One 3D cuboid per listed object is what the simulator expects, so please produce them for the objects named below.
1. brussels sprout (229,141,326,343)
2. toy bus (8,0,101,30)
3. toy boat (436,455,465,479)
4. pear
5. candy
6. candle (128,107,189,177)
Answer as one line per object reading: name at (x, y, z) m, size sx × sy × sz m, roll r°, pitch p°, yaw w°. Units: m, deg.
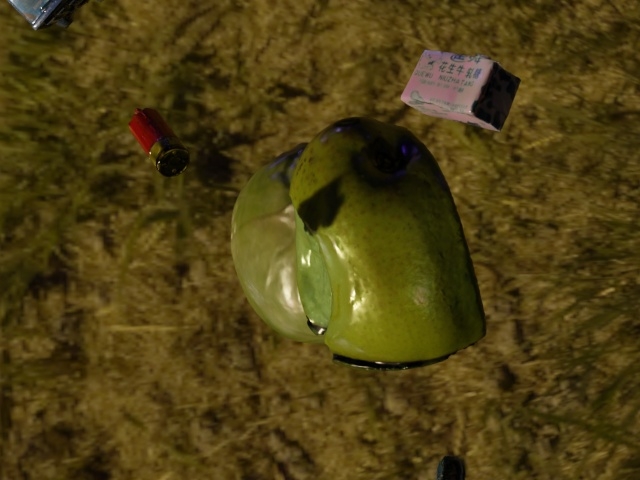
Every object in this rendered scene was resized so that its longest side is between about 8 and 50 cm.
brussels sprout at (0.000, 0.000, 1.902) m, size 0.328 × 0.247 × 0.328 m, roll 2°, pitch 93°, yaw 35°
toy bus at (-0.264, -0.304, 1.337) m, size 0.079 × 0.236 × 0.094 m, roll -33°, pitch 105°, yaw 25°
toy boat at (0.144, 0.269, 1.292) m, size 0.038 × 0.038 × 0.083 m, roll -17°, pitch 70°, yaw 32°
pear at (0.053, -0.007, 1.385) m, size 0.292 × 0.159 × 0.292 m, roll 164°, pitch 90°, yaw -76°
candy at (0.202, -0.218, 1.759) m, size 0.160 × 0.073 × 0.092 m, roll 21°, pitch 85°, yaw 49°
candle at (-0.226, -0.142, 1.673) m, size 0.052 × 0.052 × 0.131 m, roll -56°, pitch 48°, yaw 19°
